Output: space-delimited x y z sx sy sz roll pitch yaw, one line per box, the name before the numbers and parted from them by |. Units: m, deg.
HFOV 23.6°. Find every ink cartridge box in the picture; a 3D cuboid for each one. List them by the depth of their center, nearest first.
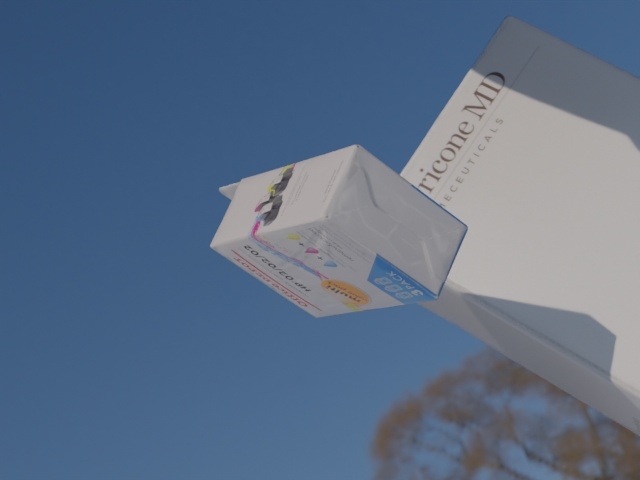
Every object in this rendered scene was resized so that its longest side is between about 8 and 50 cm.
ink cartridge box | 0.000 0.000 1.055 0.104 0.061 0.181 35 -25 -25

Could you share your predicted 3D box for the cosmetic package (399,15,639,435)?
cosmetic package | 0.288 0.034 1.211 0.230 0.453 0.161 -56 -24 -8
